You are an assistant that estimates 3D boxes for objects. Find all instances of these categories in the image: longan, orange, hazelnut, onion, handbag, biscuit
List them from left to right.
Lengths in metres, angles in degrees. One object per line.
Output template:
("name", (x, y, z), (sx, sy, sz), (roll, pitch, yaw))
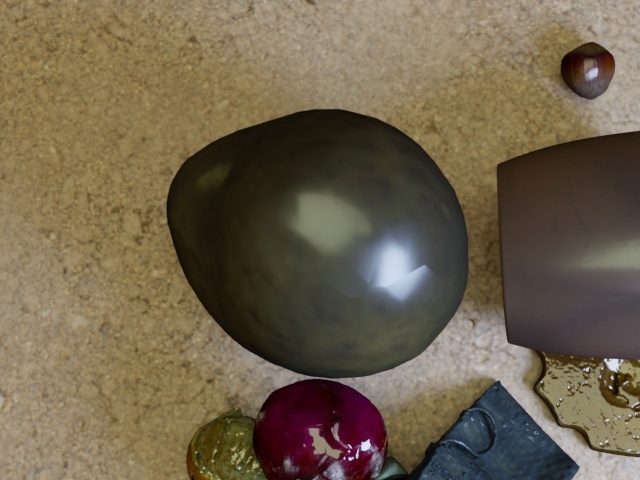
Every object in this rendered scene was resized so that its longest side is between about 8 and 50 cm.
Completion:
("orange", (-0.101, 0.298, 1.465), (0.157, 0.134, 0.156), (9, 124, 14))
("onion", (-0.011, 0.253, 1.324), (0.173, 0.135, 0.198), (8, 38, 17))
("longan", (0.000, 0.000, 1.391), (0.405, 0.404, 0.336), (23, 82, 6))
("handbag", (0.226, 0.306, 1.424), (0.175, 0.088, 0.270), (46, 41, 6))
("hazelnut", (0.385, -0.243, 1.564), (0.086, 0.086, 0.086), (0, 81, 2))
("biscuit", (0.389, 0.191, 1.514), (0.215, 0.034, 0.182), (32, 83, 9))

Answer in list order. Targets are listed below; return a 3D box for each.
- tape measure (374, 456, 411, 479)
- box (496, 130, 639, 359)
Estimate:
("tape measure", (0.059, 0.372, 1.396), (0.207, 0.235, 0.115), (-35, 84, -4))
("box", (0.343, 0.008, 1.424), (0.216, 0.301, 0.300), (-2, 81, 11))
